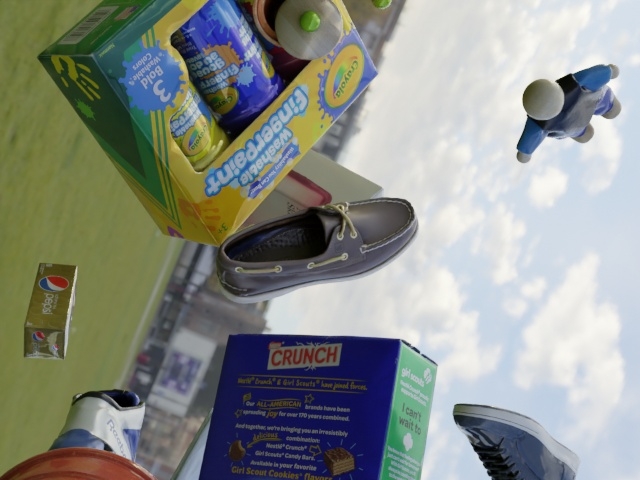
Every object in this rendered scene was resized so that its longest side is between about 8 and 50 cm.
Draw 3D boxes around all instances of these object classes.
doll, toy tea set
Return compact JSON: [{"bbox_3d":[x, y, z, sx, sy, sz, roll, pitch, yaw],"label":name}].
[{"bbox_3d":[0.235,-0.123,1.010,0.129,0.046,0.189,-44,163,20],"label":"doll"},{"bbox_3d":[0.026,-0.337,0.992,0.124,0.200,0.336,-153,-114,-85],"label":"toy tea set"}]

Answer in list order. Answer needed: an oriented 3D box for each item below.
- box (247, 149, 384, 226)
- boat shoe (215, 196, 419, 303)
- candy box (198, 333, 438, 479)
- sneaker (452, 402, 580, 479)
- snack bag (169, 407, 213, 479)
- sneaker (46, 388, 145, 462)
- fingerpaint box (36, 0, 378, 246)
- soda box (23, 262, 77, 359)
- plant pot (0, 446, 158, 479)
[{"bbox_3d":[-0.013,-0.060,1.917,0.127,0.232,0.148,-42,149,-32],"label":"box"},{"bbox_3d":[0.000,0.000,1.577,0.096,0.324,0.116,90,-19,-59],"label":"boat shoe"},{"bbox_3d":[-0.012,0.286,1.351,0.122,0.268,0.317,38,57,-53],"label":"candy box"},{"bbox_3d":[0.228,0.303,1.278,0.086,0.226,0.163,-9,-127,50],"label":"sneaker"},{"bbox_3d":[-0.134,0.521,1.894,0.323,0.342,0.037,-62,-163,-16],"label":"snack bag"},{"bbox_3d":[-0.302,0.319,1.508,0.315,0.127,0.182,90,8,-47],"label":"sneaker"},{"bbox_3d":[-0.153,-0.277,1.667,0.163,0.371,0.445,11,-129,46],"label":"fingerpaint box"},{"bbox_3d":[-0.410,0.106,1.605,0.181,0.061,0.058,-101,-162,-59],"label":"soda box"},{"bbox_3d":[-0.282,0.377,1.102,0.265,0.272,0.272,167,-55,-89],"label":"plant pot"}]
